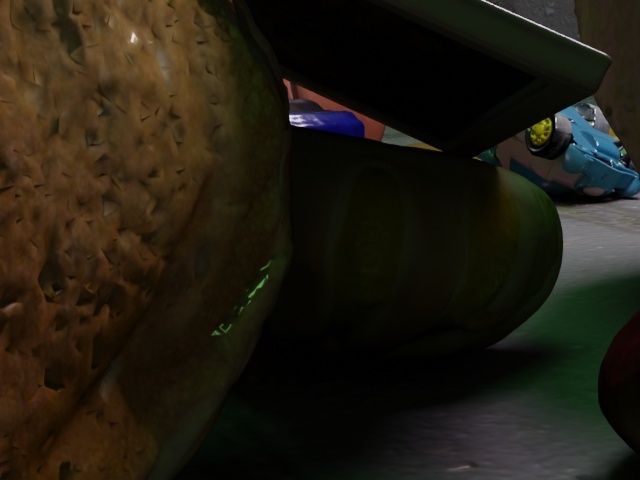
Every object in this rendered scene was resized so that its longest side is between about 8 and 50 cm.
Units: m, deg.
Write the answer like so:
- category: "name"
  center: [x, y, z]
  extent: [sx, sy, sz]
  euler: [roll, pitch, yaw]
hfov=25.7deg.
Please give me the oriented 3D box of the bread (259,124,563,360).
- category: "bread"
  center: [0.000, 0.000, 0.646]
  extent: [0.213, 0.104, 0.213]
  euler: [14, 2, 0]

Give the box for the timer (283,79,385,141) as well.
- category: "timer"
  center: [-0.063, -0.128, 1.128]
  extent: [0.215, 0.229, 0.229]
  euler: [-8, 9, -13]

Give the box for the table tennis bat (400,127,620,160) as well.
- category: "table tennis bat"
  center: [0.161, -0.084, 1.356]
  extent: [0.321, 0.050, 0.198]
  euler: [-4, 9, 18]

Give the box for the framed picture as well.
- category: "framed picture"
  center: [0.000, -0.084, 0.555]
  extent: [0.184, 0.016, 0.250]
  euler: [24, -3, -4]

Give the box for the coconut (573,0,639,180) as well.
- category: "coconut"
  center: [0.312, -0.136, 0.688]
  extent: [0.405, 0.404, 0.404]
  euler: [-3, 9, 1]

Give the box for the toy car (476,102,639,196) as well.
- category: "toy car"
  center: [0.196, -0.069, 1.191]
  extent: [0.126, 0.098, 0.161]
  euler: [17, 27, -32]

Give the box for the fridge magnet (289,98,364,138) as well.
- category: "fridge magnet"
  center: [-0.072, -0.031, 0.876]
  extent: [0.265, 0.112, 0.265]
  euler: [-1, 6, 0]

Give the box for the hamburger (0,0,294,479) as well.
- category: "hamburger"
  center: [-0.137, -0.030, 0.425]
  extent: [0.211, 0.260, 0.245]
  euler: [-1, 15, 41]

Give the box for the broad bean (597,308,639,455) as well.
- category: "broad bean"
  center: [0.144, 0.039, 0.436]
  extent: [0.114, 0.084, 0.165]
  euler: [-6, 2, 3]
